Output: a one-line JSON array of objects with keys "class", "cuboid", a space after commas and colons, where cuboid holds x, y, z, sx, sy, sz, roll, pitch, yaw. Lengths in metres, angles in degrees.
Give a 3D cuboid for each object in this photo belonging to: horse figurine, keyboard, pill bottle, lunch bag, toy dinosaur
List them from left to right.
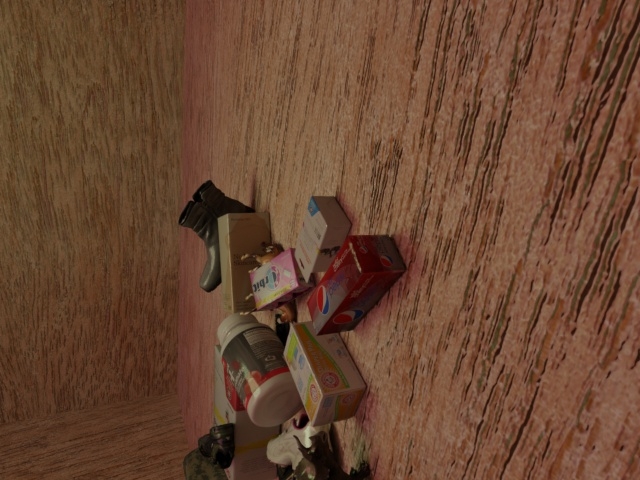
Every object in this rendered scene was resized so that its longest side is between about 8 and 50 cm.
[{"class": "lunch bag", "cuboid": [-0.425, 1.014, 1.920, 0.305, 0.212, 0.256, 15, 123, 67]}, {"class": "pill bottle", "cuboid": [-0.177, 0.346, 1.311, 0.318, 0.176, 0.176, 44, 132, 46]}, {"class": "horse figurine", "cuboid": [-0.155, 0.117, 1.360, 0.174, 0.066, 0.263, -10, 70, 30]}, {"class": "keyboard", "cuboid": [-0.117, 0.313, 1.400, 0.108, 0.023, 0.180, 167, 100, -65]}, {"class": "toy dinosaur", "cuboid": [0.030, 0.550, 0.951, 0.121, 0.160, 0.314, 136, 127, -59]}]

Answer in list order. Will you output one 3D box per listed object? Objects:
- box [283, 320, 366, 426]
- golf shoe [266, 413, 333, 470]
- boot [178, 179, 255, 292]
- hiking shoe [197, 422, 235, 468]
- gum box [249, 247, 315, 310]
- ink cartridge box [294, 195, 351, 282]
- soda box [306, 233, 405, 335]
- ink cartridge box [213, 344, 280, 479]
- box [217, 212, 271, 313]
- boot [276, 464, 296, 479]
[{"class": "box", "cuboid": [0.003, 0.291, 1.043, 0.203, 0.103, 0.114, -121, 36, -44]}, {"class": "golf shoe", "cuboid": [-0.052, 0.522, 1.208, 0.306, 0.115, 0.140, -27, 58, 56]}, {"class": "boot", "cuboid": [-0.385, -0.014, 1.553, 0.118, 0.222, 0.338, 8, 72, 50]}, {"class": "hiking shoe", "cuboid": [-0.318, 0.645, 1.418, 0.227, 0.086, 0.114, -57, 42, 46]}, {"class": "gum box", "cuboid": [-0.107, 0.108, 1.232, 0.188, 0.062, 0.107, -32, 62, 37]}, {"class": "ink cartridge box", "cuboid": [0.000, 0.000, 1.065, 0.104, 0.061, 0.181, -117, 34, -41]}, {"class": "soda box", "cuboid": [0.058, 0.094, 0.916, 0.263, 0.092, 0.083, 119, 141, -49]}, {"class": "ink cartridge box", "cuboid": [-0.253, 0.572, 1.555, 0.279, 0.160, 0.385, 29, 119, 60]}, {"class": "box", "cuboid": [-0.238, 0.070, 1.488, 0.121, 0.148, 0.311, -8, 87, 64]}, {"class": "boot", "cuboid": [-0.100, 0.658, 1.350, 0.198, 0.076, 0.137, 115, 148, -44]}]
